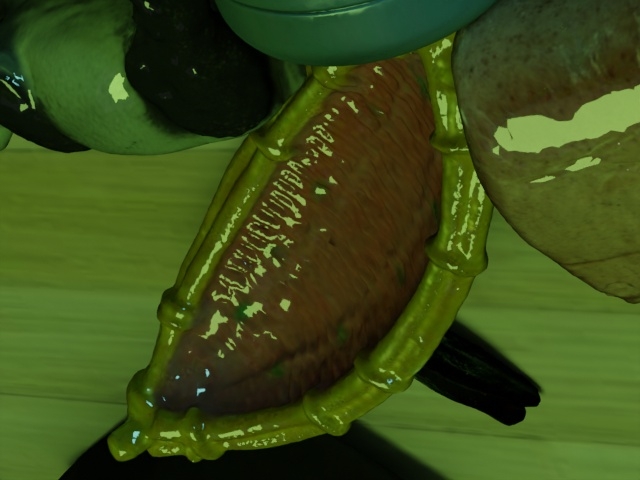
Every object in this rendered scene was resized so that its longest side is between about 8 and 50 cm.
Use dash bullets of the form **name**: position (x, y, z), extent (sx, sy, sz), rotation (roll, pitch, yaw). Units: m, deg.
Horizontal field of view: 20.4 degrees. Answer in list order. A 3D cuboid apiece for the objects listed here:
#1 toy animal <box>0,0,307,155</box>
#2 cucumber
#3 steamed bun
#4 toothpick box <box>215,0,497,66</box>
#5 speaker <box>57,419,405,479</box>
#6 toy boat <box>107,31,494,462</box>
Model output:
- **toy animal**: position (-0.105, -0.088, 0.766), extent (0.225, 0.094, 0.121), rotation (-7, 141, 37)
- **cucumber**: position (0.056, 0.058, 0.902), extent (0.135, 0.034, 0.033), rotation (36, 138, -16)
- **steamed bun**: position (0.142, -0.050, 0.651), extent (0.145, 0.106, 0.175), rotation (-18, 145, 28)
- **toothpick box**: position (-0.003, -0.160, 0.584), extent (0.120, 0.120, 0.184), rotation (4, 137, 26)
- **speaker**: position (-0.089, 0.230, 1.042), extent (0.184, 0.232, 0.254), rotation (34, 148, -12)
- **toy boat**: position (0.004, -0.001, 0.784), extent (0.141, 0.099, 0.318), rotation (53, 134, 18)
